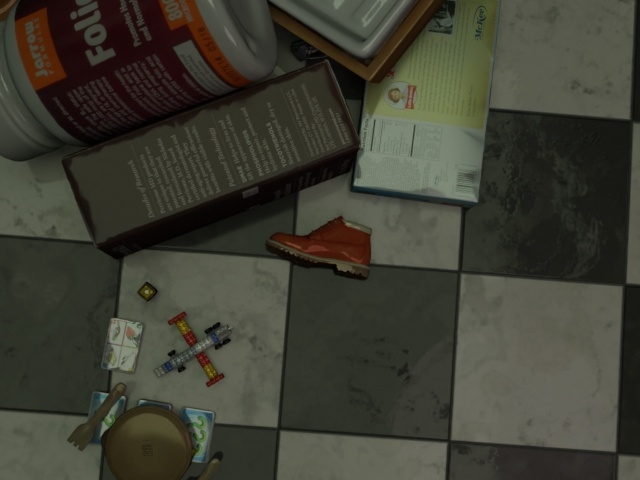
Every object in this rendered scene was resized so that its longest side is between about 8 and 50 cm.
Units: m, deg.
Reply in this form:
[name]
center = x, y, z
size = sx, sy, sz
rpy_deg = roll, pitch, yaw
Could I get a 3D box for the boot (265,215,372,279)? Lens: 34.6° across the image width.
[boot]
center = 0.000, 0.000, 1.499
size = 0.158, 0.059, 0.085
rpy_deg = 13, 81, -10

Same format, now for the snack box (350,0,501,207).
[snack box]
center = 0.156, -0.220, 1.523
size = 0.187, 0.060, 0.322
rpy_deg = 8, 84, -1

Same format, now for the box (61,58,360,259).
[box]
center = -0.145, -0.107, 1.433
size = 0.381, 0.191, 0.143
rpy_deg = -20, 85, -4

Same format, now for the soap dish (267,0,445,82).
[soap dish]
center = 0.039, -0.373, 1.458
size = 0.291, 0.118, 0.229
rpy_deg = 37, 88, 25

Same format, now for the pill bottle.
[pill bottle]
center = -0.276, -0.258, 1.380
size = 0.392, 0.224, 0.224
rpy_deg = -19, 85, 17

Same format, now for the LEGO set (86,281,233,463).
[LEGO set]
center = -0.228, 0.187, 1.465
size = 0.182, 0.060, 0.244
rpy_deg = 11, 87, -2

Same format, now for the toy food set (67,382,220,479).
[toy food set]
center = -0.245, 0.297, 1.454
size = 0.192, 0.038, 0.132
rpy_deg = 40, 90, 0

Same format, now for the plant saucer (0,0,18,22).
[plant saucer]
center = -0.509, -0.395, 1.523
size = 0.200, 0.037, 0.200
rpy_deg = 0, 85, -3

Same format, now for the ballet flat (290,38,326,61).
[ballet flat]
center = 0.011, -0.299, 1.540
size = 0.114, 0.041, 0.041
rpy_deg = -24, 86, -4
